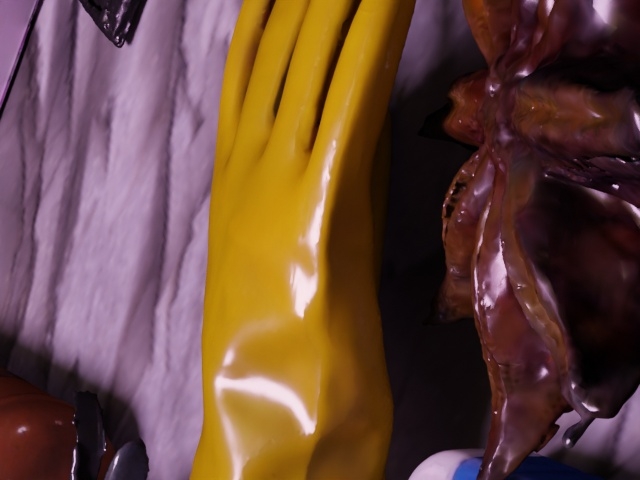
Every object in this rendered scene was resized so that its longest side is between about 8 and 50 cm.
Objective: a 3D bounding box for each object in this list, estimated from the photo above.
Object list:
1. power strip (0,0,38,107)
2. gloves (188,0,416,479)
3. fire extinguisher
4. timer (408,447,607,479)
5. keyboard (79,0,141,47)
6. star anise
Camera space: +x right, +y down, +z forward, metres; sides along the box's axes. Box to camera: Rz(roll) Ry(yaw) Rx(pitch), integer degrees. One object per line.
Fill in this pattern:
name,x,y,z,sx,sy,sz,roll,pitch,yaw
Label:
power strip,-0.204,-0.159,1.108,0.109,0.037,0.279,53,129,38
gloves,0.001,0.000,0.754,0.133,0.116,0.294,15,99,58
fire extinguisher,-0.200,0.148,1.045,0.376,0.113,0.200,18,119,53
timer,0.090,0.213,0.676,0.178,0.078,0.253,16,100,55
keyboard,-0.080,-0.225,0.961,0.087,0.017,0.250,53,130,38
star anise,0.103,-0.042,0.655,0.272,0.103,0.272,-173,90,-79
